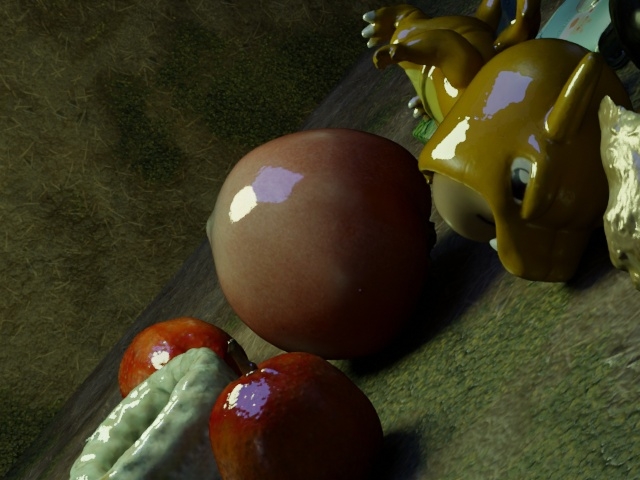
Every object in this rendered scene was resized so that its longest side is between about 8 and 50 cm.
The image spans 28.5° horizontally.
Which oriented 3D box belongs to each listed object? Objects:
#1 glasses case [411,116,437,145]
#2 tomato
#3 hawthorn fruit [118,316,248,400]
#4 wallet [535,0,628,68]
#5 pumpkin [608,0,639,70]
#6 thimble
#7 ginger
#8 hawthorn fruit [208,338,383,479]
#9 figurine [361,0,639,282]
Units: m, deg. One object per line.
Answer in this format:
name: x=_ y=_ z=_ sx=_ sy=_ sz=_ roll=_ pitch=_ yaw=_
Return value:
glasses case: x=0.231 y=-0.187 z=2.131 sx=0.095 sy=0.062 sz=0.272 roll=-51 pitch=12 yaw=3
tomato: x=0.000 y=0.000 z=1.696 sx=0.321 sy=0.321 sz=0.321 roll=-43 pitch=13 yaw=12
hawthorn fruit: x=-0.203 y=0.216 z=1.978 sx=0.205 sy=0.205 sz=0.253 roll=-51 pitch=21 yaw=-24
wallet: x=0.412 y=-0.318 z=1.923 sx=0.176 sy=0.075 sz=0.250 roll=-52 pitch=14 yaw=-11
pumpkin: x=0.471 y=-0.308 z=1.425 sx=0.320 sy=0.192 sz=0.320 roll=-43 pitch=15 yaw=15
thimble: x=-0.188 y=0.299 z=1.652 sx=0.291 sy=0.195 sz=0.291 roll=-42 pitch=12 yaw=11
ginger: x=0.304 y=-0.043 z=1.210 sx=0.122 sy=0.115 sz=0.193 roll=-46 pitch=50 yaw=16
hawthorn fruit: x=-0.040 y=0.203 z=1.410 sx=0.196 sy=0.225 sz=0.196 roll=-30 pitch=16 yaw=9
figurine: x=0.213 y=-0.176 z=1.444 sx=0.268 sy=0.401 sz=0.387 roll=-24 pitch=39 yaw=-11
